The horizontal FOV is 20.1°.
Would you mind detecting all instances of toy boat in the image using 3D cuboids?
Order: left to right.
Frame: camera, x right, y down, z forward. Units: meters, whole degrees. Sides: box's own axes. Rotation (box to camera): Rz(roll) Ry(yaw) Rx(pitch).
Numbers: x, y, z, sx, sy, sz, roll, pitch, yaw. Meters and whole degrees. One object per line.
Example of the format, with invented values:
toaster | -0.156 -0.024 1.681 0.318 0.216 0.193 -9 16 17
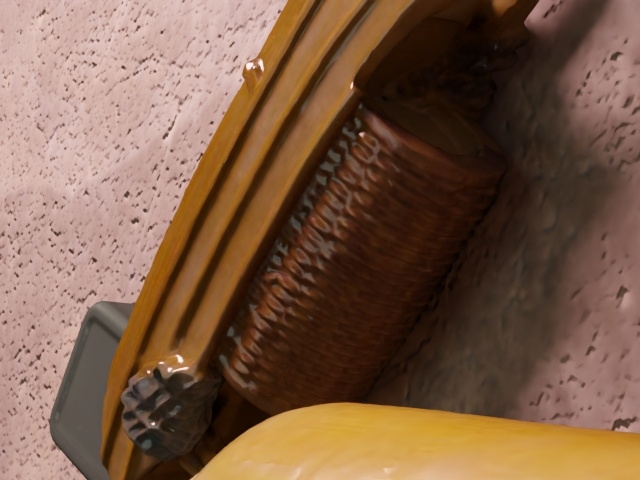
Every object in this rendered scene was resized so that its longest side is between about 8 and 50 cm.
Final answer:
toy boat | 0.000 0.000 0.764 0.115 0.089 0.310 45 116 33

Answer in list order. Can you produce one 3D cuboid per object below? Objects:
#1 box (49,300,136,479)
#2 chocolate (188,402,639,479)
box | -0.096 0.087 0.926 0.126 0.031 0.091 35 107 54
chocolate | 0.128 0.129 0.489 0.445 0.162 0.162 -4 75 52
